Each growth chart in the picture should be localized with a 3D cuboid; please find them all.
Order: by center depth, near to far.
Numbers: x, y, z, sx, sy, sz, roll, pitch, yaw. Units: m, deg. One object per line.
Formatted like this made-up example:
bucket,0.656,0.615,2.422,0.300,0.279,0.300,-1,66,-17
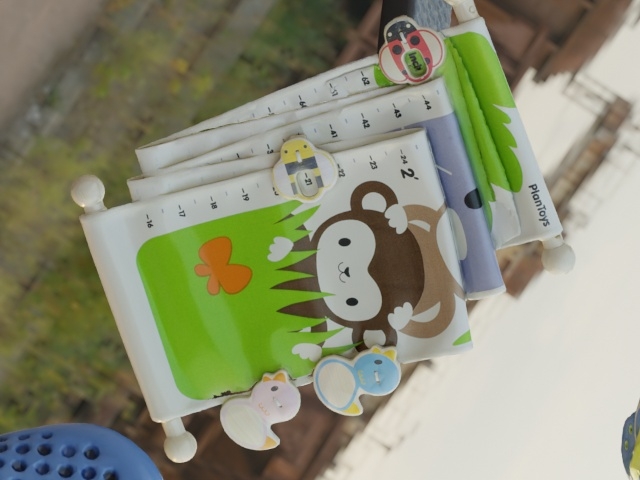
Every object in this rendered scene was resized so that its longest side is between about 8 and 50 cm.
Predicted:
growth chart,0.000,0.000,0.820,0.237,0.172,0.021,-25,-172,14

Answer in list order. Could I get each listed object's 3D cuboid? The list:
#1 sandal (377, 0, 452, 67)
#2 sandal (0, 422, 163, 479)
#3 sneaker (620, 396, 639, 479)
sandal,0.058,-0.196,1.216,0.097,0.054,0.254,48,45,-53
sandal,-0.185,0.149,0.572,0.317,0.126,0.138,-28,154,-25
sneaker,0.209,0.123,1.024,0.091,0.240,0.126,-28,-136,-7
